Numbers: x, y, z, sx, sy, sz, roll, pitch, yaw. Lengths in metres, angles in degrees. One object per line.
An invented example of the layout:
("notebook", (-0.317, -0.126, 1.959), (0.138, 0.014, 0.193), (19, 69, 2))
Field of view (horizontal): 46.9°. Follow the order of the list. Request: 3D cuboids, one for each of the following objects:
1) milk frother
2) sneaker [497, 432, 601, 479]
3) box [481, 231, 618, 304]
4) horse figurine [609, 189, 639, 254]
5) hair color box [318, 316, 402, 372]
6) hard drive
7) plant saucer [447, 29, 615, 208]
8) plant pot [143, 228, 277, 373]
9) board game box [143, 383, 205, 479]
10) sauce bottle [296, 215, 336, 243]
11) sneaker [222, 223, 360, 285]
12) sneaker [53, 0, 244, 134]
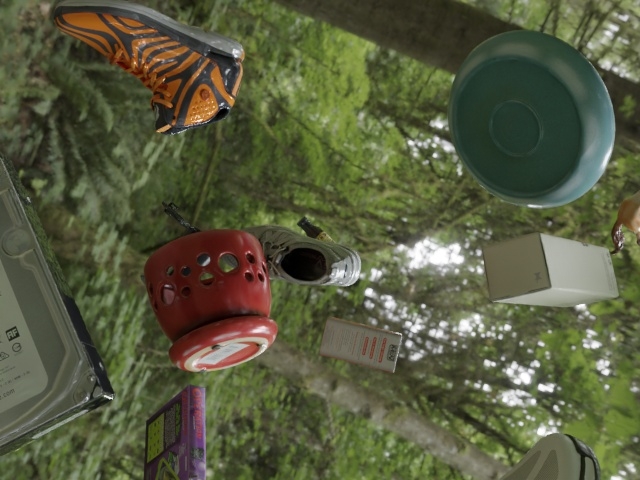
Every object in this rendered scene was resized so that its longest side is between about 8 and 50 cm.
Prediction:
("milk frother", (-0.276, 0.021, 1.355), (0.135, 0.143, 0.129), (-48, -179, -22))
("sneaker", (0.138, 0.380, 0.900), (0.448, 0.257, 0.169), (-52, -178, -12))
("box", (0.392, 0.055, 1.244), (0.113, 0.275, 0.094), (-18, -108, 38))
("horse figurine", (0.785, -0.079, 1.770), (0.263, 0.174, 0.066), (-49, -154, 5))
("hair color box", (0.074, 0.190, 1.354), (0.043, 0.141, 0.072), (32, 72, -82))
("hard drive", (-0.417, 0.086, 0.863), (0.339, 0.236, 0.064), (62, -6, 16))
("plant saucer", (0.344, -0.198, 1.272), (0.043, 0.318, 0.318), (-29, 161, -40))
("plant pot", (-0.163, 0.100, 1.143), (0.191, 0.191, 0.174), (-54, -130, 54))
("board game box", (-0.315, 0.509, 1.574), (0.208, 0.056, 0.347), (-45, -142, 39))
("sauce bottle", (0.000, 0.000, 1.631), (0.042, 0.128, 0.042), (-46, -172, 8))
("sneaker", (-0.071, 0.024, 1.364), (0.115, 0.281, 0.105), (3, 92, -66))
("sneaker", (-0.284, -0.277, 1.218), (0.124, 0.320, 0.180), (-178, -82, -68))
